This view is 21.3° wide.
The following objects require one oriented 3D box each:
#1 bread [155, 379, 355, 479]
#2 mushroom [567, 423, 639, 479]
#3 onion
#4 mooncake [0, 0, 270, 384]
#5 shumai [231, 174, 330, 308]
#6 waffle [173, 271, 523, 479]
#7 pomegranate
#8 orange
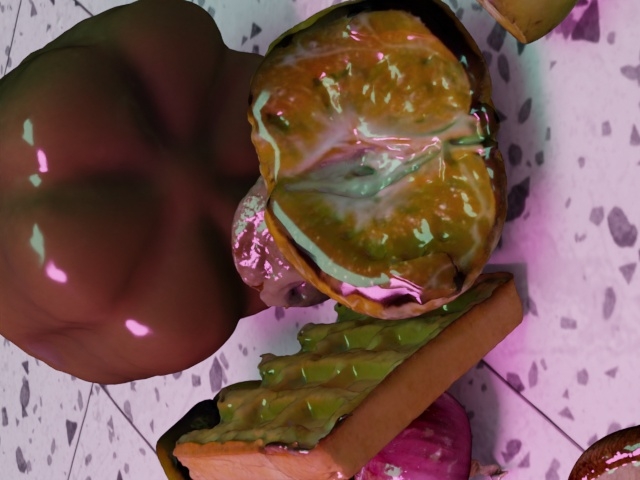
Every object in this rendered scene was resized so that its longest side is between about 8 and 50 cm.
[{"bbox_3d":[-0.038,0.339,2.048,0.208,0.251,0.376,-35,49,-4],"label":"bread"},{"bbox_3d":[0.348,0.267,1.613,0.231,0.138,0.194,34,105,35],"label":"mushroom"},{"bbox_3d":[0.107,0.248,1.912,0.177,0.153,0.177,-10,78,58],"label":"onion"},{"bbox_3d":[-0.225,-0.059,2.113,0.262,0.467,0.467,-14,80,49],"label":"mooncake"},{"bbox_3d":[0.000,0.000,2.014,0.120,0.201,0.201,-148,63,-61],"label":"shumai"},{"bbox_3d":[0.031,0.154,1.877,0.304,0.348,0.077,-10,113,53],"label":"waffle"},{"bbox_3d":[0.209,-0.312,1.770,0.159,0.241,0.190,-44,74,3],"label":"pomegranate"},{"bbox_3d":[0.066,-0.084,1.881,0.210,0.271,0.369,72,-171,-77],"label":"orange"}]
